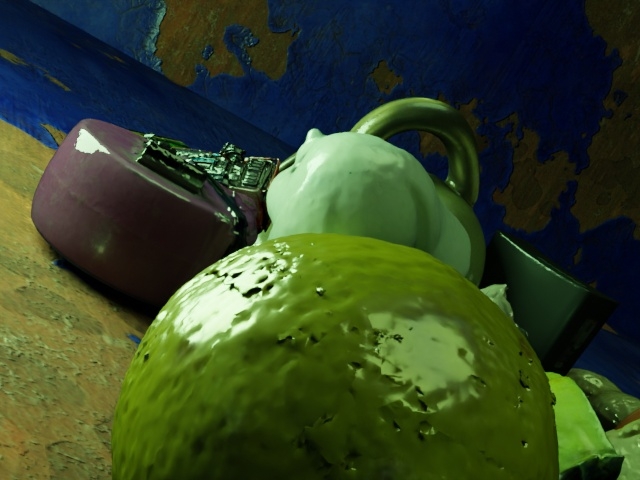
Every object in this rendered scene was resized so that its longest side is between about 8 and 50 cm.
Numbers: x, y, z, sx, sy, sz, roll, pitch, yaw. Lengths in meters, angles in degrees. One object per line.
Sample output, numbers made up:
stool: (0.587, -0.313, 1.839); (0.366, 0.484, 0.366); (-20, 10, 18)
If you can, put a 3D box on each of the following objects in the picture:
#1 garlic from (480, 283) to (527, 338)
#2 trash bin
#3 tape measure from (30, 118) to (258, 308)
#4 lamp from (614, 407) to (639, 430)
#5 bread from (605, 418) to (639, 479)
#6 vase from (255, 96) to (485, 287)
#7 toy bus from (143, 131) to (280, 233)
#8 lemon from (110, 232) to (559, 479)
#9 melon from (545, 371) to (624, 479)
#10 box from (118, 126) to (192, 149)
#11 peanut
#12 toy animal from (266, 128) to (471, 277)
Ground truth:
garlic: (0.157, 0.143, 1.339); (0.142, 0.178, 0.229); (1, -11, -1)
trash bin: (0.255, 0.127, 1.502); (0.165, 0.225, 0.115); (38, 11, 34)
tape measure: (-0.177, -0.033, 1.189); (0.231, 0.149, 0.245); (31, 9, -17)
lamp: (0.438, 0.299, 1.411); (0.188, 0.164, 0.187); (55, 4, -6)
bread: (0.363, 0.276, 1.063); (0.183, 0.224, 0.211); (50, -17, 50)
vase: (0.073, -0.037, 1.460); (0.302, 0.329, 0.241); (27, 14, -27)
toy bus: (-0.161, -0.068, 1.362); (0.235, 0.073, 0.096); (10, -40, 15)
lemon: (0.010, 0.125, 0.645); (0.258, 0.258, 0.310); (29, 8, -12)
melon: (0.106, 0.144, 1.014); (0.331, 0.226, 0.343); (37, 16, -35)
box: (-0.215, -0.091, 1.630); (0.159, 0.071, 0.240); (32, 9, 17)
peanut: (0.471, 0.277, 1.857); (0.104, 0.086, 0.228); (11, 18, -36)
toy animal: (0.026, 0.020, 1.211); (0.174, 0.249, 0.289); (50, 1, 38)
